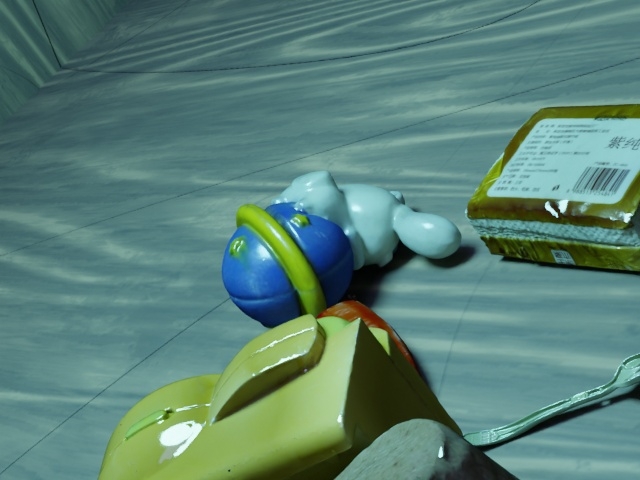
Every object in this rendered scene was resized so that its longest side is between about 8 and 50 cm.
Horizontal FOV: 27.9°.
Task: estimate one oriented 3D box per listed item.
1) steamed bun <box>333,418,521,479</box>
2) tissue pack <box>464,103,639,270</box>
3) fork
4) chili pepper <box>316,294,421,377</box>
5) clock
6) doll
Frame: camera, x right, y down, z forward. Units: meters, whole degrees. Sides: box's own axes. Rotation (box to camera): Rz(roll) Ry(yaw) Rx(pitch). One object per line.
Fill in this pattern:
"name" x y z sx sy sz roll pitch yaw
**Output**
"steamed bun" 0.054 0.295 0.844 0.199 0.251 0.301 -23 31 50
"tissue pack" 0.283 -0.062 1.327 0.226 0.092 0.183 3 46 52
"fork" 0.222 0.139 1.139 0.219 0.028 0.034 -23 33 22
"chili pepper" 0.054 0.121 1.328 0.088 0.065 0.169 -42 31 -13
"clock" -0.045 0.218 1.074 0.317 0.244 0.200 -27 23 19
"doll" -0.019 -0.014 1.516 0.242 0.159 0.311 -40 23 -7
